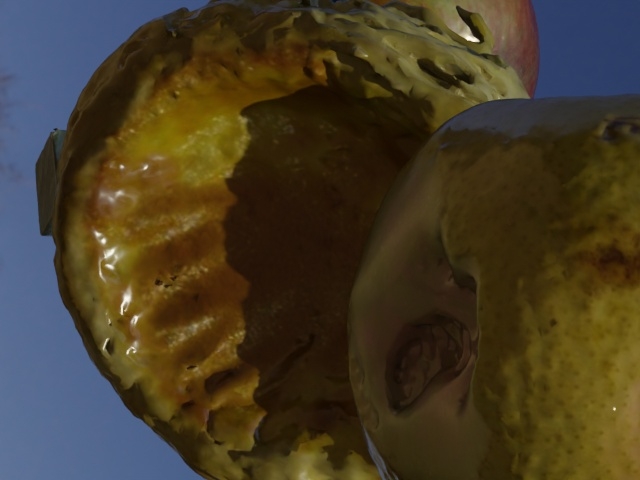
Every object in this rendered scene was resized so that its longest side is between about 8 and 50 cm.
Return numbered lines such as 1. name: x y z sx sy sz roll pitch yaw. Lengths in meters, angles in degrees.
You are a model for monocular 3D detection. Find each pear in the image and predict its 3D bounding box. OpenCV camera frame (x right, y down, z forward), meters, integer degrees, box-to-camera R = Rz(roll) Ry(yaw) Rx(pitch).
1. pear: 0.134 0.054 0.761 0.271 0.271 0.271 32 -46 41

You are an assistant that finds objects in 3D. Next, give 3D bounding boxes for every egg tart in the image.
1. egg tart: 0.000 0.000 1.087 0.387 0.169 0.388 3 -79 14

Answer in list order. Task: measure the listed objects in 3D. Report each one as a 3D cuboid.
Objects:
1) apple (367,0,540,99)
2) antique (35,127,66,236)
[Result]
1. apple: 0.060 -0.183 1.484 0.301 0.301 0.302 32 -46 41
2. antique: -0.199 -0.056 1.606 0.086 0.183 0.088 133 -47 -57
